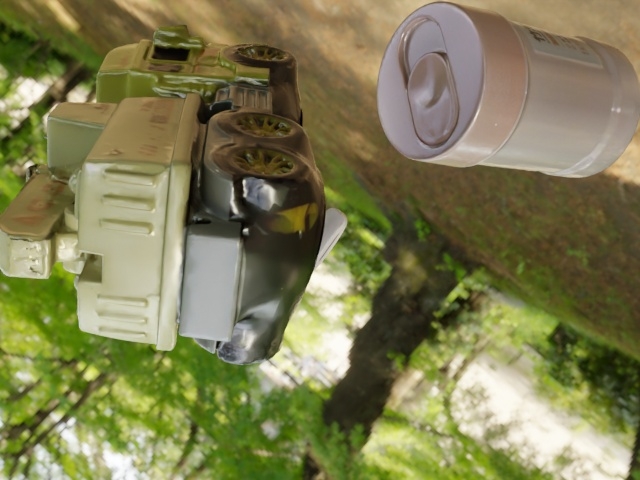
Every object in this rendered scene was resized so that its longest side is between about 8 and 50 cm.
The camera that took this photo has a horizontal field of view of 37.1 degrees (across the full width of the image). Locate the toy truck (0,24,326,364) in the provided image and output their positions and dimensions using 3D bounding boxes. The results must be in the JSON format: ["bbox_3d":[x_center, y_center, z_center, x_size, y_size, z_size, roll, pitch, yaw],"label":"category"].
[{"bbox_3d":[-0.131,-0.060,0.869,0.254,0.181,0.405,8,-153,-7],"label":"toy truck"}]

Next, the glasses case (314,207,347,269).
[{"bbox_3d":[0.000,0.000,1.111,0.032,0.083,0.021,38,-174,37],"label":"glasses case"}]

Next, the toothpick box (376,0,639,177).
[{"bbox_3d":[0.123,-0.093,0.621,0.149,0.098,0.098,3,-162,-37],"label":"toothpick box"}]

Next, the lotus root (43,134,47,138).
[{"bbox_3d":[-0.242,-0.035,1.172,0.140,0.154,0.257,23,144,54],"label":"lotus root"}]
